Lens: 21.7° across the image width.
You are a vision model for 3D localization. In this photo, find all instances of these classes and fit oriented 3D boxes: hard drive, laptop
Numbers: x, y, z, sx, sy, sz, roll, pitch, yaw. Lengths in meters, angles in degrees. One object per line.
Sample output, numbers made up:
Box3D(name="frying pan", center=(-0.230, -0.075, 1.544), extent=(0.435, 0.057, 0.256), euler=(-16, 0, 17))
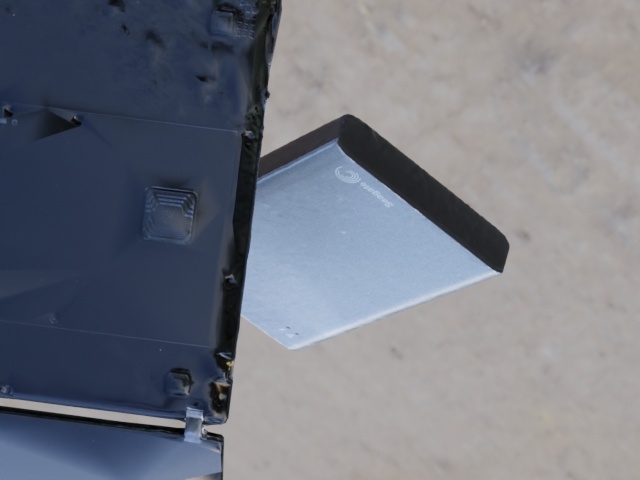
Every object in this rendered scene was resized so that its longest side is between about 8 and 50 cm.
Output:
Box3D(name="hard drive", center=(0.000, 0.000, 0.703), extent=(0.094, 0.022, 0.135), euler=(37, 142, -25))
Box3D(name="laptop", center=(-0.144, 0.017, 0.671), extent=(0.234, 0.264, 0.136), euler=(7, -177, 0))
